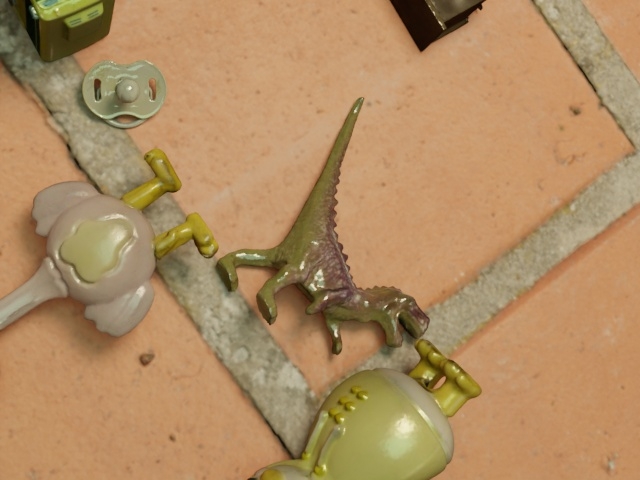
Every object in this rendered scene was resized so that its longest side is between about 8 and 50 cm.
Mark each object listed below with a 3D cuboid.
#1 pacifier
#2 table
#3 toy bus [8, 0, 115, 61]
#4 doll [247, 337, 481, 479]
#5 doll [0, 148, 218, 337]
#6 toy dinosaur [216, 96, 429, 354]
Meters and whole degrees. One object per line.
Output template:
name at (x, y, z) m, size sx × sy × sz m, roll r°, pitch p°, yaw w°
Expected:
pacifier at (-0.191, -0.143, 1.218) m, size 0.083 × 0.064 × 0.068 m, roll -1°, pitch 100°, yaw -11°
table at (0.128, -0.261, 1.297) m, size 0.082 × 0.070 × 0.083 m, roll -30°, pitch 88°, yaw -18°
toy bus at (-0.243, -0.235, 1.163) m, size 0.088 × 0.175 × 0.101 m, roll -27°, pitch 91°, yaw -13°
doll at (0.018, 0.209, 1.175) m, size 0.296 × 0.141 × 0.117 m, roll -32°, pitch 126°, yaw -16°
doll at (-0.279, 0.051, 1.159) m, size 0.365 × 0.094 × 0.160 m, roll -29°, pitch 86°, yaw -14°
toy dinosaur at (-0.001, 0.002, 1.247) m, size 0.199 × 0.072 × 0.251 m, roll -18°, pitch 74°, yaw -23°
